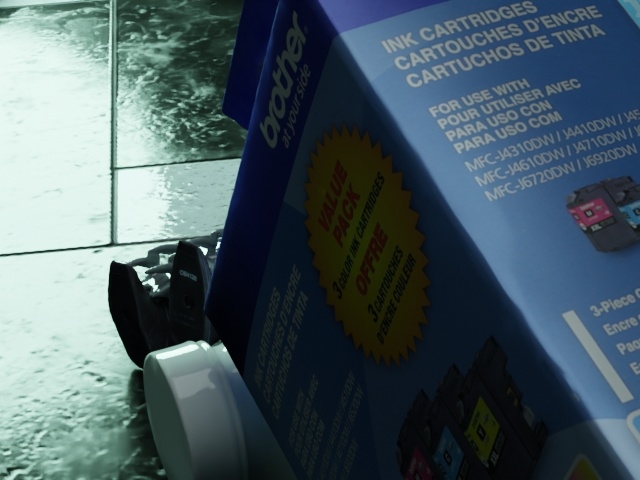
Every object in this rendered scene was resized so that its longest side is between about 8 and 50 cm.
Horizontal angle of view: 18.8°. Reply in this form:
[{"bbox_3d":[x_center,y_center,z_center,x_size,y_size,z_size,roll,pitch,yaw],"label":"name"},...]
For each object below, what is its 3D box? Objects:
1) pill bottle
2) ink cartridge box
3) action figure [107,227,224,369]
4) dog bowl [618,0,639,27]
[{"bbox_3d":[0.017,0.083,1.112,0.221,0.124,0.124,-14,31,-18],"label":"pill bottle"},{"bbox_3d":[0.079,0.037,0.905,0.151,0.270,0.395,-14,55,-24],"label":"ink cartridge box"},{"bbox_3d":[0.000,0.000,1.291,0.285,0.099,0.185,-24,21,-40],"label":"action figure"},{"bbox_3d":[0.246,-0.089,1.298,0.074,0.166,0.297,-9,61,18],"label":"dog bowl"}]
